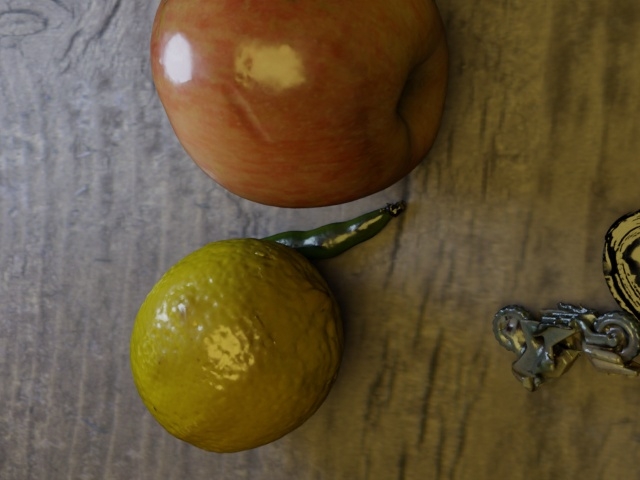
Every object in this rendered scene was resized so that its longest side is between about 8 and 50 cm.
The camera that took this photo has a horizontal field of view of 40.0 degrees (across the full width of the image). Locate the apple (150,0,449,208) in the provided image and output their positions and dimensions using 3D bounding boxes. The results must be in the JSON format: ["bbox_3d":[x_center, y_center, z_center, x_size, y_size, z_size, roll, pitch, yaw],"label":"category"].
[{"bbox_3d":[-0.014,-0.226,1.172,0.346,0.391,0.392,10,103,24],"label":"apple"}]

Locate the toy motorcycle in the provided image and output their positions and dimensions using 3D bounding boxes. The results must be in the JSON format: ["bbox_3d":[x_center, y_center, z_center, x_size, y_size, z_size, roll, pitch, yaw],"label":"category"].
[{"bbox_3d":[0.351,0.157,1.244,0.229,0.094,0.130,-1,100,44],"label":"toy motorcycle"}]

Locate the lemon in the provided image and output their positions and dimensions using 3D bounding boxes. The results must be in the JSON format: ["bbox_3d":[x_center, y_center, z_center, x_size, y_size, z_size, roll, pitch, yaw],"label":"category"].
[{"bbox_3d":[-0.125,0.155,1.325,0.336,0.336,0.336,4,101,21],"label":"lemon"}]

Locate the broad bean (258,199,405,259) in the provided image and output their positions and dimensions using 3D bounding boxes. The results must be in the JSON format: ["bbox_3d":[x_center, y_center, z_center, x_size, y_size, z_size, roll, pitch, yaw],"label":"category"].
[{"bbox_3d":[0.000,0.001,1.389,0.297,0.043,0.060,-15,83,22],"label":"broad bean"}]

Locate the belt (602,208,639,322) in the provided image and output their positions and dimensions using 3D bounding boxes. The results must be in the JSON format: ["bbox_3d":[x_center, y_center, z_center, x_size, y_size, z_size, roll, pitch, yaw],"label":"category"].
[{"bbox_3d":[0.473,0.047,1.192,0.151,0.078,0.198,-36,84,19],"label":"belt"}]
